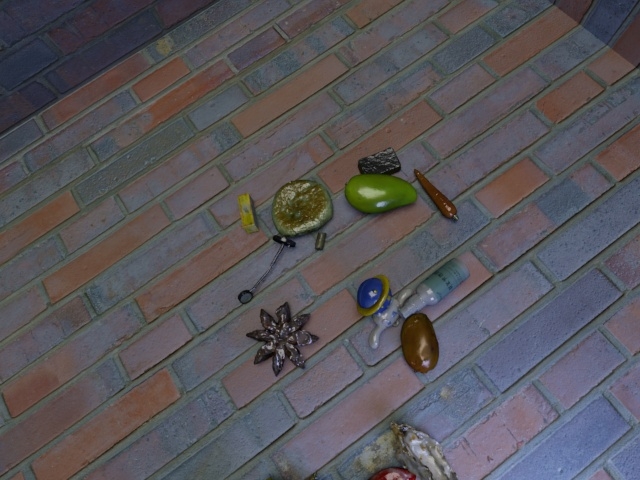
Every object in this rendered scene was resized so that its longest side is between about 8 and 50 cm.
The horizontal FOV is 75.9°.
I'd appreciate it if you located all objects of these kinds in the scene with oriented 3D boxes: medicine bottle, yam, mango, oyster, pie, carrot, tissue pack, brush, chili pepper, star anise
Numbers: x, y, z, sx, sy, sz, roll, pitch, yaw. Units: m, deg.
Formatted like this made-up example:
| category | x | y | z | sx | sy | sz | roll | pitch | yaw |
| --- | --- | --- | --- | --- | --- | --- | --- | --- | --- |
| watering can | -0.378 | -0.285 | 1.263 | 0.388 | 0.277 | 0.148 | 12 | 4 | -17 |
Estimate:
| category | x | y | z | sx | sy | sz | roll | pitch | yaw |
| --- | --- | --- | --- | --- | --- | --- | --- | --- | --- |
| medicine bottle | 0.481 | 0.216 | 1.772 | 0.352 | 0.110 | 0.110 | -35 | 71 | -12 |
| yam | 0.000 | 0.000 | 1.955 | 0.043 | 0.043 | 0.094 | 10 | 74 | 10 |
| mango | 0.423 | 0.427 | 1.723 | 0.156 | 0.151 | 0.249 | 12 | 63 | -22 |
| oyster | 0.394 | 0.846 | 1.586 | 0.341 | 0.110 | 0.166 | 33 | 45 | 14 |
| pie | -0.096 | -0.163 | 2.010 | 0.323 | 0.070 | 0.323 | -3 | 68 | 7 |
| carrot | 0.545 | -0.218 | 1.956 | 0.069 | 0.069 | 0.336 | -34 | 68 | -5 |
| mango | 0.285 | -0.220 | 1.936 | 0.343 | 0.156 | 0.192 | 2 | 74 | 5 |
| tissue pack | -0.355 | -0.133 | 2.014 | 0.062 | 0.095 | 0.176 | -16 | 71 | 2 |
| brush | 0.291 | -0.374 | 2.036 | 0.197 | 0.059 | 0.123 | -21 | 69 | -1 |
| chili pepper | 0.253 | 0.960 | 1.586 | 0.252 | 0.136 | 0.144 | -37 | 26 | -16 |
| star anise | -0.172 | 0.425 | 1.797 | 0.331 | 0.117 | 0.332 | -1 | 67 | 3 |

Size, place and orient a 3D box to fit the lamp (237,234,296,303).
| category | x | y | z | sx | sy | sz | roll | pitch | yaw |
| --- | --- | --- | --- | --- | --- | --- | --- | --- | --- |
| lamp | -0.267 | 0.129 | 1.938 | 0.108 | 0.130 | 0.371 | 37 | 93 | 39 |

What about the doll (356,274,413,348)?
| category | x | y | z | sx | sy | sz | roll | pitch | yaw |
| --- | --- | --- | --- | --- | --- | --- | --- | --- | --- |
| doll | 0.237 | 0.297 | 1.772 | 0.159 | 0.242 | 0.311 | 11 | 70 | 45 |

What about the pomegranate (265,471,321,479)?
| category | x | y | z | sx | sy | sz | roll | pitch | yaw |
| --- | --- | --- | --- | --- | --- | --- | --- | --- | --- |
| pomegranate | -0.117 | 1.011 | 1.557 | 0.301 | 0.236 | 0.236 | -12 | 68 | -26 |
